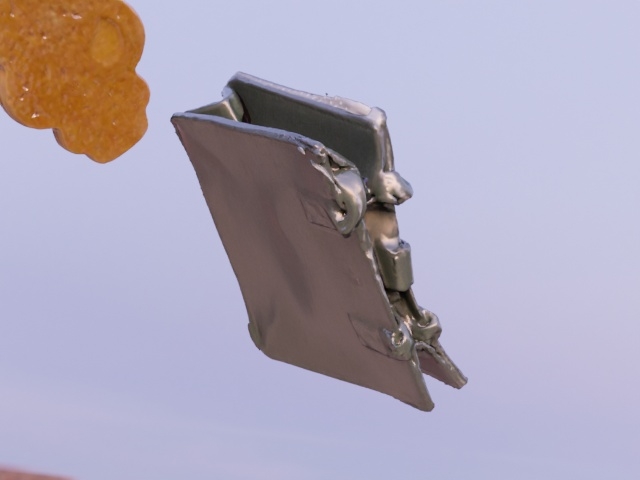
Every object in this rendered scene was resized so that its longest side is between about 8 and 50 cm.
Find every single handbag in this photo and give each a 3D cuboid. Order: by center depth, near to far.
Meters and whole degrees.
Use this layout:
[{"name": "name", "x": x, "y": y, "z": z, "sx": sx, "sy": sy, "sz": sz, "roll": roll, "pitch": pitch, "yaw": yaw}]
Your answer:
[{"name": "handbag", "x": -0.002, "y": 0.001, "z": 1.310, "sx": 0.079, "sy": 0.247, "sz": 0.260, "roll": -31, "pitch": 27, "yaw": -23}]

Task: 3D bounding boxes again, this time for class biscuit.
[{"name": "biscuit", "x": -0.219, "y": -0.166, "z": 1.384, "sx": 0.040, "sy": 0.144, "sz": 0.236, "roll": 41, "pitch": -17, "yaw": 48}]
